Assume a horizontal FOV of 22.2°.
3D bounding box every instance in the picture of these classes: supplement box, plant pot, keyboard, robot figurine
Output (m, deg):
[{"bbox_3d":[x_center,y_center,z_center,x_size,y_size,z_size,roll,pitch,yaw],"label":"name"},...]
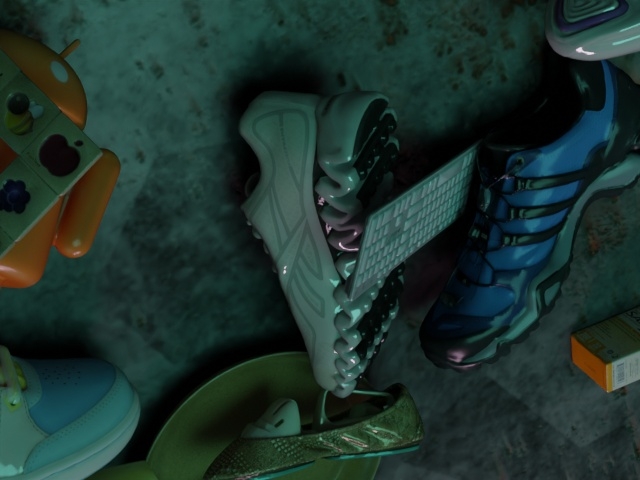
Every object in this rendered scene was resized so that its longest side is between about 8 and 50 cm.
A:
[{"bbox_3d":[0.298,0.100,1.566,0.098,0.062,0.036,-21,124,-19],"label":"supplement box"},{"bbox_3d":[-0.054,0.193,1.441,0.236,0.032,0.236,-13,122,-22],"label":"plant pot"},{"bbox_3d":[0.080,-0.022,1.308,0.256,0.014,0.072,-34,147,-61],"label":"keyboard"},{"bbox_3d":[-0.235,-0.050,1.114,0.128,0.158,0.219,39,63,-65],"label":"robot figurine"}]

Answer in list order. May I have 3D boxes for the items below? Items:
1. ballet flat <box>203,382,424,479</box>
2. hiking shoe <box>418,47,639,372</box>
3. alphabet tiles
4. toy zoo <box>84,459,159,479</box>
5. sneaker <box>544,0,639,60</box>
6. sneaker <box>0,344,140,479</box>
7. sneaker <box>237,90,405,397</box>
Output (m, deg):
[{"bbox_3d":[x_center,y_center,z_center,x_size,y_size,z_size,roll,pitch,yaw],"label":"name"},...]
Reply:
[{"bbox_3d":[-0.008,0.161,1.397,0.206,0.073,0.067,-9,94,-28],"label":"ballet flat"},{"bbox_3d":[0.164,-0.033,1.397,0.132,0.113,0.304,37,86,-31],"label":"hiking shoe"},{"bbox_3d":[-0.286,-0.065,1.056,0.198,0.237,0.009,-45,165,1],"label":"alphabet tiles"},{"bbox_3d":[-0.224,0.292,1.354,0.192,0.030,0.293,-18,134,-26],"label":"toy zoo"},{"bbox_3d":[0.309,-0.189,1.351,0.305,0.114,0.152,-26,132,-29],"label":"sneaker"},{"bbox_3d":[-0.282,0.091,1.195,0.319,0.127,0.208,-11,123,-25],"label":"sneaker"},{"bbox_3d":[0.000,0.000,1.317,0.110,0.118,0.292,-56,150,-47],"label":"sneaker"}]
